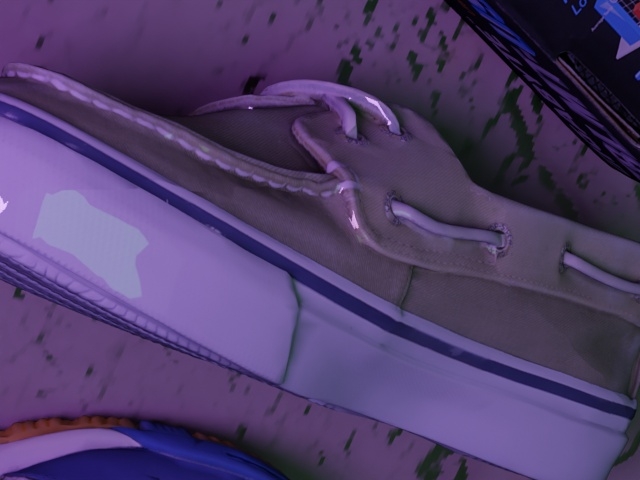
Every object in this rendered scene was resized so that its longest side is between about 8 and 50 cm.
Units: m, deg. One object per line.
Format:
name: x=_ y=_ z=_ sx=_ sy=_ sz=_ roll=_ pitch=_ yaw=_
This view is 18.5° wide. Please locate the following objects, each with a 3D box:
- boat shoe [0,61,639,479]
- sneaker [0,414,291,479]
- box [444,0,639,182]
boat shoe: x=0.000 y=0.000 z=0.598 sx=0.302 sy=0.109 sz=0.094 roll=24 pitch=84 yaw=-47
sneaker: x=-0.109 y=0.124 z=0.562 sx=0.296 sy=0.131 sz=0.112 roll=2 pitch=111 yaw=-34
box: x=0.123 y=-0.195 z=0.578 sx=0.295 sy=0.073 sz=0.293 roll=-51 pitch=128 yaw=1
